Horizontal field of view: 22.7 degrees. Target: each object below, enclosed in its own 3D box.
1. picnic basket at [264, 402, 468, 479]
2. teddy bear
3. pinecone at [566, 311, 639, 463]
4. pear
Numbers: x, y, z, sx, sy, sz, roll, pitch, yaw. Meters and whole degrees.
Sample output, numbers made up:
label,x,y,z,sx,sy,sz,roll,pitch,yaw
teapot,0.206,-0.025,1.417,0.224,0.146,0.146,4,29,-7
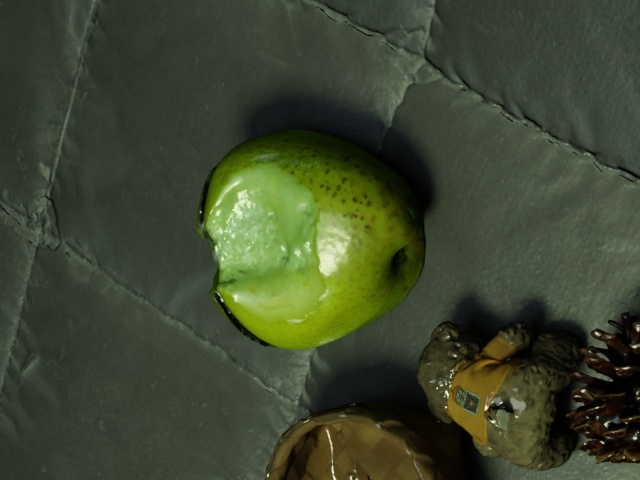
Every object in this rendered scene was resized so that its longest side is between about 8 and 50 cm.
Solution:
label,x,y,z,sx,sy,sz,roll,pitch,yaw
picnic basket,0.023,0.372,1.905,0.293,0.337,0.337,-3,99,36
teddy bear,0.196,0.175,1.853,0.190,0.140,0.177,22,116,39
pinecone,0.344,0.161,1.729,0.163,0.163,0.165,-20,71,37
pear,0.000,0.000,1.936,0.292,0.159,0.292,7,104,32
